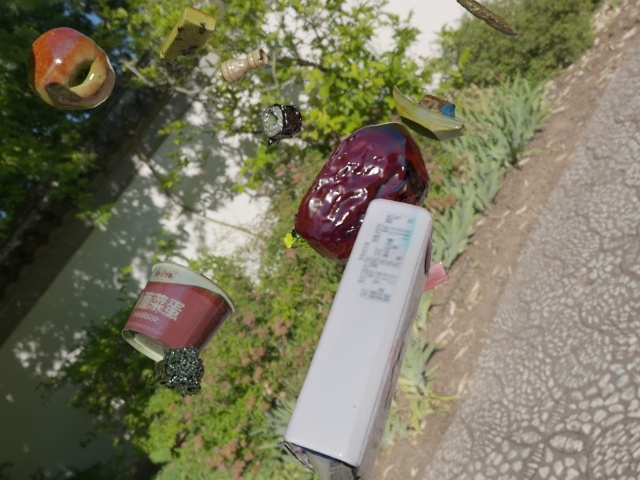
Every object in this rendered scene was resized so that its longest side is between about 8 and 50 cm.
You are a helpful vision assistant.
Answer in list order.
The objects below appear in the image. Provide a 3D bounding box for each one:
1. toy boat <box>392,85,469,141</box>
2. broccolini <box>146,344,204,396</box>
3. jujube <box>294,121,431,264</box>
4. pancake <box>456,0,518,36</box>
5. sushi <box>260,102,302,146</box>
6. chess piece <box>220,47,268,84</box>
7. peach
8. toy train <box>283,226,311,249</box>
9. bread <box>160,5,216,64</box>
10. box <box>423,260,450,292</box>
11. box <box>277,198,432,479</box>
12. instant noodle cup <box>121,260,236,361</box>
[{"bbox_3d":[0.182,-0.220,0.938,0.172,0.065,0.066,39,95,41],"label":"toy boat"},{"bbox_3d":[-0.265,0.242,0.941,0.202,0.091,0.068,-35,2,41],"label":"broccolini"},{"bbox_3d":[0.107,-0.114,1.330,0.377,0.258,0.258,-52,9,-8],"label":"jujube"},{"bbox_3d":[0.419,-0.574,1.389,0.021,0.199,0.199,-56,5,32],"label":"pancake"},{"bbox_3d":[-0.100,-0.309,1.446,0.094,0.098,0.084,-14,2,36],"label":"sushi"},{"bbox_3d":[-0.201,-0.469,1.469,0.122,0.066,0.066,-14,26,25],"label":"chess piece"},{"bbox_3d":[-0.738,-0.493,1.599,0.256,0.232,0.232,22,69,42],"label":"peach"},{"bbox_3d":[0.000,0.000,1.775,0.085,0.249,0.053,-50,49,35],"label":"toy train"},{"bbox_3d":[-0.360,-0.538,1.471,0.226,0.087,0.049,-22,61,56],"label":"bread"},{"bbox_3d":[0.287,0.110,1.509,0.111,0.060,0.156,-29,-10,-1],"label":"box"},{"bbox_3d":[0.063,0.144,0.761,0.190,0.112,0.370,74,-145,-55],"label":"box"},{"bbox_3d":[-0.341,0.186,1.295,0.234,0.234,0.179,-37,22,55],"label":"instant noodle cup"}]
